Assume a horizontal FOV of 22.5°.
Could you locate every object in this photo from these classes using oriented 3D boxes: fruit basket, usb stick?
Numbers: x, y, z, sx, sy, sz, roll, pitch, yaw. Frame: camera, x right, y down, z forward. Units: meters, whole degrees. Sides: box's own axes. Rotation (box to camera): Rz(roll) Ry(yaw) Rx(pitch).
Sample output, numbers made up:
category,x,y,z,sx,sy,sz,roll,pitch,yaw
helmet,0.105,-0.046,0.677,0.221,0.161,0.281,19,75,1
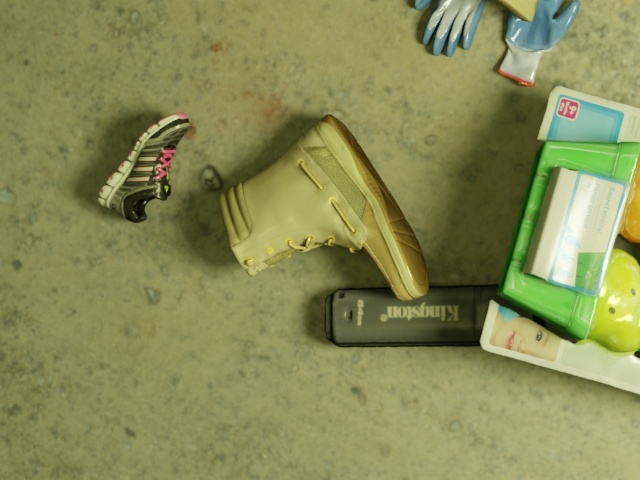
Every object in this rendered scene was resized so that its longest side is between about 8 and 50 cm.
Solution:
category,x,y,z,sx,sy,sz,roll,pitch,yaw
fruit basket,0.394,0.018,1.856,0.353,0.165,0.327,17,88,10
usb stick,0.141,0.094,1.995,0.278,0.045,0.077,-2,89,18

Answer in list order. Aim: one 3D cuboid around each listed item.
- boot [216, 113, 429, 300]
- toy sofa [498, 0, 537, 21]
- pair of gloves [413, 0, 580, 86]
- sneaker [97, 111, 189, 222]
category,x,y,z,sx,sy,sz,roll,pitch,yaw
boot,0.000,0.000,2.012,0.203,0.095,0.262,-34,75,13
toy sofa,0.101,-0.393,1.951,0.363,0.150,0.177,16,92,21
pair of gloves,0.215,-0.288,1.993,0.198,0.023,0.159,22,95,16
sneaker,-0.216,-0.091,2.103,0.075,0.063,0.170,44,106,14
